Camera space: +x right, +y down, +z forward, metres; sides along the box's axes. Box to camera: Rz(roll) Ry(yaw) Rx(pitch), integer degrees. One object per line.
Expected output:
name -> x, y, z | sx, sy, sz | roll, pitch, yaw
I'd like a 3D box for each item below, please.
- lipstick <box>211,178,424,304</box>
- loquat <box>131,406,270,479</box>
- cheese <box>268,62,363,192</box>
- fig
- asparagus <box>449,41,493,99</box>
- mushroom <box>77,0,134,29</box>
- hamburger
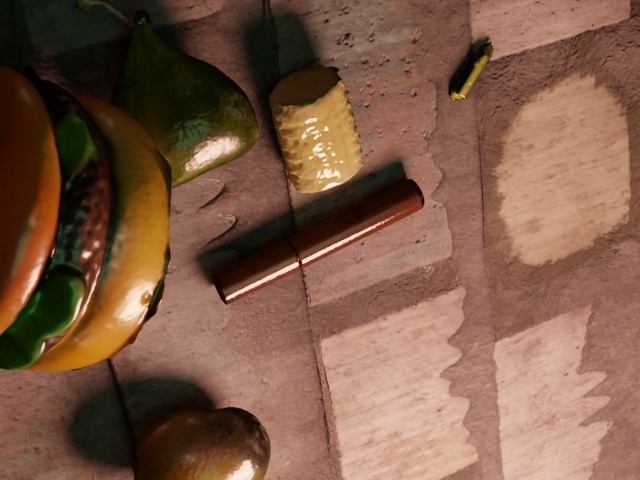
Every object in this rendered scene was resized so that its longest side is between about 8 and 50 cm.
lipstick -> 0.000, 0.000, 2.059 | 0.357, 0.057, 0.057 | -26, 125, -12
loquat -> -0.186, 0.349, 2.085 | 0.227, 0.179, 0.179 | -11, 121, -18
cheese -> -0.007, -0.163, 1.945 | 0.123, 0.094, 0.167 | -33, 131, -20
fig -> -0.208, -0.193, 1.790 | 0.203, 0.203, 0.235 | -29, 97, -11
asparagus -> 0.237, -0.263, 2.059 | 0.025, 0.021, 0.108 | 27, 101, -35
mushroom -> -0.226, -0.258, 1.822 | 0.028, 0.026, 0.286 | -41, 131, 18
hamburger -> -0.399, -0.031, 1.631 | 0.277, 0.396, 0.396 | 14, 109, -46
